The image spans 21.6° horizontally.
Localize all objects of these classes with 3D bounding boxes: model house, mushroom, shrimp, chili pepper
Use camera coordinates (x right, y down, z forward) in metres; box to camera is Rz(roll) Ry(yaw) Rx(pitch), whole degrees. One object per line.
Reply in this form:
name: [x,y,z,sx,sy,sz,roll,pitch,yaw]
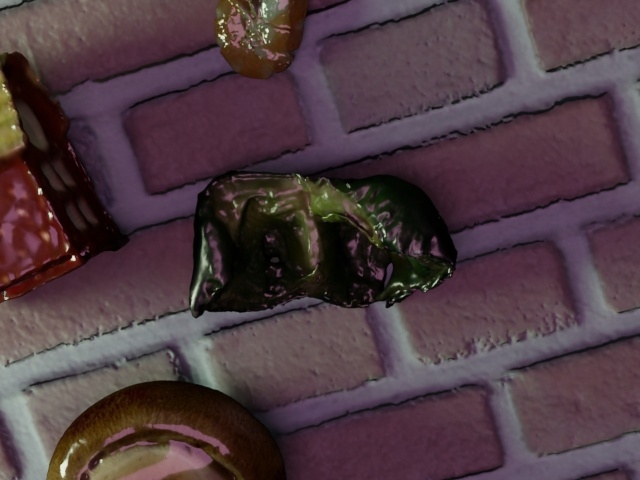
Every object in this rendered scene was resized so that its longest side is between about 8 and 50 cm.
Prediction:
model house: [-0.340,-0.059,1.658,0.196,0.160,0.254,-25,99,13]
mushroom: [-0.160,0.261,1.719,0.253,0.153,0.253,0,101,-2]
shrimp: [-0.047,-0.245,1.633,0.091,0.043,0.184,24,107,4]
chili pepper: [0.004,-0.001,1.665,0.264,0.116,0.148,-3,93,7]
